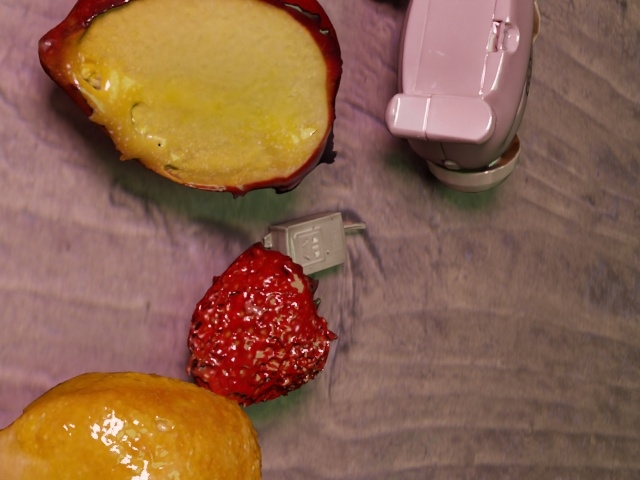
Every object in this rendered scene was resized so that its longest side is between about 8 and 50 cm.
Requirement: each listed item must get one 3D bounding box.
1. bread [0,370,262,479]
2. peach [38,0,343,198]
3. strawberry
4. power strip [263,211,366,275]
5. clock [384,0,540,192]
[{"bbox_3d":[-0.216,0.338,1.066,0.361,0.250,0.394,14,84,-44],"label":"bread"},{"bbox_3d":[-0.149,-0.205,1.120,0.362,0.201,0.257,7,120,-31],"label":"peach"},{"bbox_3d":[-0.081,0.121,1.223,0.184,0.187,0.201,40,56,1],"label":"strawberry"},{"bbox_3d":[0.000,0.000,1.382,0.175,0.042,0.075,-19,105,-41],"label":"power strip"},{"bbox_3d":[0.220,-0.252,1.436,0.326,0.184,0.342,23,81,-73],"label":"clock"}]
